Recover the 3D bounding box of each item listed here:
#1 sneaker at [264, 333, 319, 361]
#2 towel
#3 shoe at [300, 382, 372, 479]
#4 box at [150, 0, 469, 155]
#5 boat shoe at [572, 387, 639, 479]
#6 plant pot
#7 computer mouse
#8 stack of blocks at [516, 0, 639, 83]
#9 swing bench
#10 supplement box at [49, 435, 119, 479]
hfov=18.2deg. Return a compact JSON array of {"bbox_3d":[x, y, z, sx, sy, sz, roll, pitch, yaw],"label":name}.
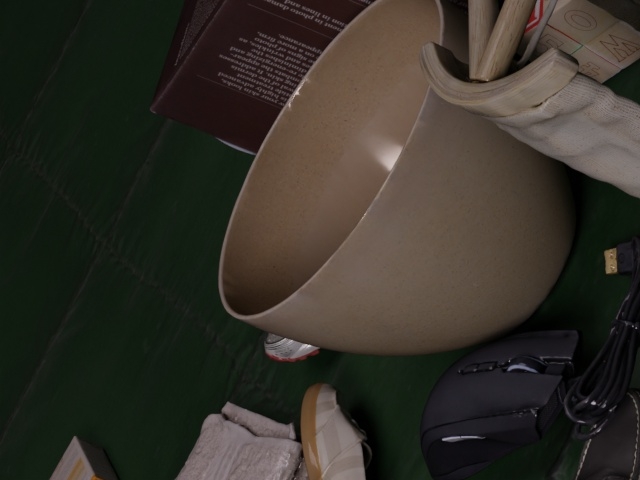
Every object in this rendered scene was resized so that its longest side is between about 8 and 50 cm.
[{"bbox_3d":[0.000,0.000,1.755,0.088,0.093,0.225,14,79,63],"label":"sneaker"},{"bbox_3d":[-0.100,0.281,1.733,0.187,0.049,0.282,8,74,63],"label":"towel"},{"bbox_3d":[0.019,0.199,1.591,0.219,0.058,0.076,-93,-6,-48],"label":"shoe"},{"bbox_3d":[0.005,-0.207,1.735,0.381,0.191,0.143,135,153,-59],"label":"box"},{"bbox_3d":[0.177,0.190,1.280,0.080,0.073,0.223,-22,47,54],"label":"boat shoe"},{"bbox_3d":[0.080,-0.024,1.506,0.284,0.191,0.284,-49,23,29],"label":"plant pot"},{"bbox_3d":[0.153,0.072,1.419,0.184,0.060,0.262,-58,12,-26],"label":"computer mouse"},{"bbox_3d":[0.271,-0.260,1.503,0.297,0.087,0.171,-35,38,45],"label":"stack of blocks"},{"bbox_3d":[0.215,-0.132,1.302,0.165,0.253,0.254,-24,45,52],"label":"swing bench"},{"bbox_3d":[-0.240,0.250,2.027,0.062,0.036,0.098,-59,27,9],"label":"supplement box"}]
